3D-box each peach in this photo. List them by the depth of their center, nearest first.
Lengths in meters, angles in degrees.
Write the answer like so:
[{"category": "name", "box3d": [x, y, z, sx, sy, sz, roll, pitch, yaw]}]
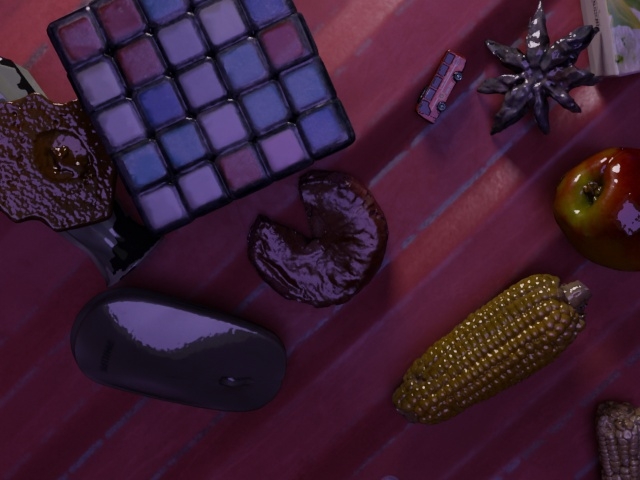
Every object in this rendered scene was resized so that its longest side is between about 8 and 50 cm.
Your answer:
[{"category": "peach", "box3d": [0.453, -0.043, 1.130, 0.197, 0.197, 0.198, 0, 100, -1]}]

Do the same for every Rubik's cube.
[{"category": "Rubik's cube", "box3d": [-0.139, -0.204, 1.034, 0.286, 0.293, 0.292, -25, 101, 3]}]

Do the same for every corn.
[{"category": "corn", "box3d": [0.262, 0.169, 1.186, 0.346, 0.130, 0.130, -36, 98, 9]}, {"category": "corn", "box3d": [0.494, 0.363, 1.245, 0.086, 0.087, 0.211, -11, 102, 1]}]

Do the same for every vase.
[{"category": "vase", "box3d": [-0.394, -0.097, 1.122, 0.165, 0.165, 0.360, -41, 103, 6]}]

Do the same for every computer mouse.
[{"category": "computer mouse", "box3d": [-0.216, 0.179, 1.174, 0.330, 0.095, 0.197, 14, 123, -6]}]

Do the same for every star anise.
[{"category": "star anise", "box3d": [0.316, -0.248, 1.132, 0.204, 0.061, 0.181, -26, 88, 28]}]

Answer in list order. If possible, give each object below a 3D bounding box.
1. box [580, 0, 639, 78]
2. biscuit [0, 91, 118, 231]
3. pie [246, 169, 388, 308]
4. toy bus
[{"category": "box", "box3d": [0.518, -0.356, 1.111, 0.260, 0.111, 0.195, -14, 100, -1]}, {"category": "biscuit", "box3d": [-0.380, -0.108, 1.032, 0.215, 0.034, 0.182, 10, 87, -20]}, {"category": "pie", "box3d": [0.000, 0.000, 1.189, 0.204, 0.054, 0.219, 34, 98, -6]}, {"category": "toy bus", "box3d": [0.182, -0.232, 1.165, 0.043, 0.031, 0.110, 28, 97, -3]}]
